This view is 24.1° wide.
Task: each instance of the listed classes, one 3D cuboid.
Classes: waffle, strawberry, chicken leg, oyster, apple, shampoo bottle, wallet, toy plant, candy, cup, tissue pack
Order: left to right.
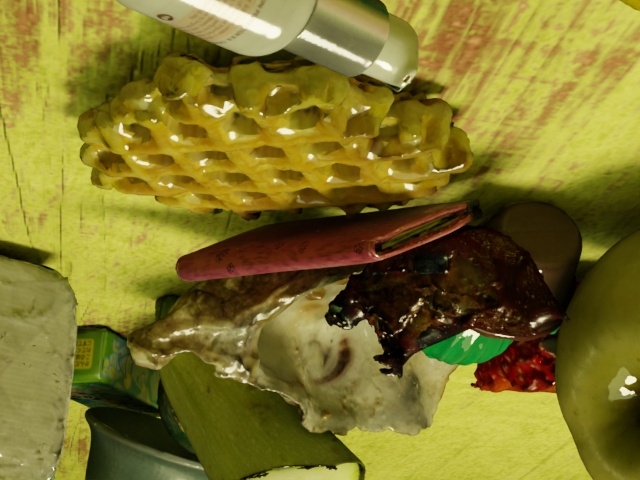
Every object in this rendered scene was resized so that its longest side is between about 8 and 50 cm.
[{"bbox_3d":[-0.439,0.156,1.471,0.264,0.253,0.416,15,160,-27],"label":"tissue pack"},{"bbox_3d":[-0.243,0.153,1.707,0.097,0.062,0.194,-4,160,20],"label":"candy"},{"bbox_3d":[-0.188,0.287,1.658,0.199,0.150,0.199,19,-178,-1],"label":"cup"},{"bbox_3d":[-0.035,-0.062,1.056,0.291,0.051,0.291,3,161,1],"label":"waffle"},{"bbox_3d":[-0.027,-0.135,0.818,0.192,0.074,0.074,17,157,-37],"label":"shampoo bottle"},{"bbox_3d":[0.000,0.000,1.152,0.119,0.025,0.232,-20,-171,-42],"label":"wallet"},{"bbox_3d":[0.028,0.064,1.328,0.396,0.111,0.204,17,119,-47],"label":"oyster"},{"bbox_3d":[0.092,0.042,1.144,0.063,0.105,0.234,-10,171,-45],"label":"chicken leg"},{"bbox_3d":[0.147,0.044,1.235,0.143,0.105,0.200,-4,152,-20],"label":"toy plant"},{"bbox_3d":[0.231,0.092,1.388,0.174,0.098,0.228,-2,171,-14],"label":"strawberry"},{"bbox_3d":[0.314,0.109,1.153,0.262,0.262,0.262,4,161,1],"label":"apple"}]

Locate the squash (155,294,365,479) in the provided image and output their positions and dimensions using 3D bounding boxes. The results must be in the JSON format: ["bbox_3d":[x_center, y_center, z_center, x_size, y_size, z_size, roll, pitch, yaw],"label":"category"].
[{"bbox_3d":[-0.097,0.152,1.415,0.137,0.287,0.137,-34,154,-19],"label":"squash"}]

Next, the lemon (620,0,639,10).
[{"bbox_3d":[0.169,-0.154,0.666,0.109,0.109,0.133,11,158,-18],"label":"lemon"}]

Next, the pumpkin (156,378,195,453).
[{"bbox_3d":[-0.082,0.166,1.579,0.190,0.146,0.190,8,-177,0],"label":"pumpkin"}]
